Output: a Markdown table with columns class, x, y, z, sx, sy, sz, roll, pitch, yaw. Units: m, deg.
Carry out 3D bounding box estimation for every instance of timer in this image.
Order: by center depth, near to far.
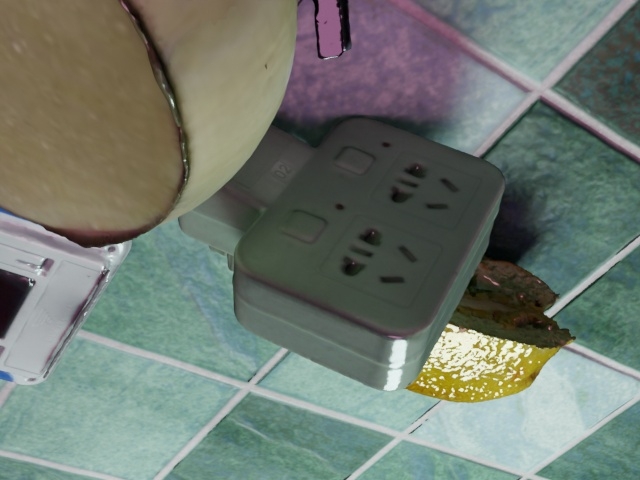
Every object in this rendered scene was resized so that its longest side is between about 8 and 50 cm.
| class | x | y | z | sx | sy | sz | roll | pitch | yaw |
| --- | --- | --- | --- | --- | --- | --- | --- | --- | --- |
| timer | -0.304 | 0.040 | 0.827 | 0.178 | 0.078 | 0.253 | 20 | 127 | -26 |

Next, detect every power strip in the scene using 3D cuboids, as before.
| class | x | y | z | sx | sy | sz | roll | pitch | yaw |
| --- | --- | --- | --- | --- | --- | --- | --- | --- | --- |
| power strip | 0.000 | 0.000 | 0.754 | 0.261 | 0.229 | 0.141 | 22 | 136 | 15 |

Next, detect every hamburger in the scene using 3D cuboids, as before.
| class | x | y | z | sx | sy | sz | roll | pitch | yaw |
| --- | --- | --- | --- | --- | --- | --- | --- | --- | --- |
| hamburger | 0.105 | 0.081 | 0.902 | 0.283 | 0.144 | 0.157 | 14 | 136 | -17 |

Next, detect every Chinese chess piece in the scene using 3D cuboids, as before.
| class | x | y | z | sx | sy | sz | roll | pitch | yaw |
| --- | --- | --- | --- | --- | --- | --- | --- | --- | --- |
| Chinese chess piece | -0.179 | -0.151 | 0.524 | 0.338 | 0.140 | 0.338 | 23 | 145 | 17 |

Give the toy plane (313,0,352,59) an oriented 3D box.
| class | x | y | z | sx | sy | sz | roll | pitch | yaw |
| --- | --- | --- | --- | --- | --- | --- | --- | --- | --- |
| toy plane | -0.010 | -0.311 | 0.498 | 0.106 | 0.155 | 0.382 | 1 | 116 | -11 |
